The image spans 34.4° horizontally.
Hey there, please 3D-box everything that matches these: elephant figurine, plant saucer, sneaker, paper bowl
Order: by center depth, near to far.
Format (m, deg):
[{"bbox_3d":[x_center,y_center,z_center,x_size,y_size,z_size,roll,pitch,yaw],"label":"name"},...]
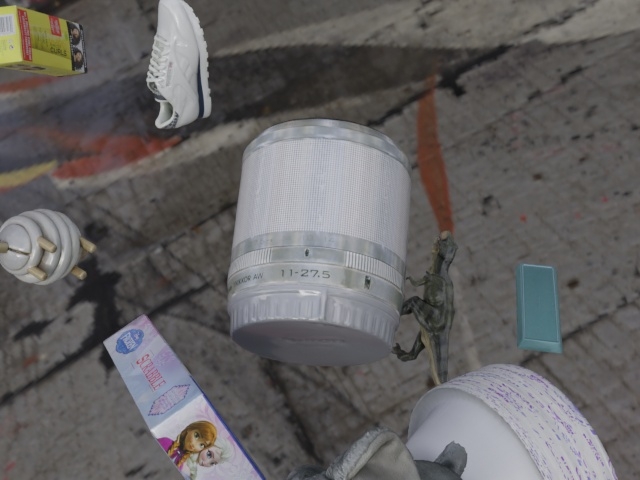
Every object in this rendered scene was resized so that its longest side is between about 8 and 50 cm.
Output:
[{"bbox_3d":[0.034,0.248,0.922,0.169,0.239,0.186,-54,26,7],"label":"elephant figurine"},{"bbox_3d":[0.194,0.294,1.168,0.148,0.284,0.284,-18,27,-27],"label":"paper bowl"},{"bbox_3d":[0.336,0.099,1.588,0.067,0.018,0.192,6,38,5],"label":"plant saucer"},{"bbox_3d":[-0.246,-0.296,1.733,0.095,0.235,0.090,-22,36,-24],"label":"sneaker"}]

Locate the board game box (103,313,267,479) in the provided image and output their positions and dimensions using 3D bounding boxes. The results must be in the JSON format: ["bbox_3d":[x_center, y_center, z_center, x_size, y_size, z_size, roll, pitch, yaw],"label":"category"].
[{"bbox_3d":[-0.107,0.257,1.153,0.066,0.318,0.318,-35,20,-11],"label":"board game box"}]

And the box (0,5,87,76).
[{"bbox_3d":[-0.435,-0.304,1.590,0.058,0.087,0.232,-5,3,12],"label":"box"}]

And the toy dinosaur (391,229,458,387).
[{"bbox_3d":[0.146,0.118,1.459,0.118,0.064,0.268,-11,76,34],"label":"toy dinosaur"}]

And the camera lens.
[{"bbox_3d":[0.000,0.000,1.296,0.219,0.219,0.274,-8,65,29],"label":"camera lens"}]

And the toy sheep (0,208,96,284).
[{"bbox_3d":[-0.301,0.007,1.110,0.091,0.132,0.091,-3,84,28],"label":"toy sheep"}]
